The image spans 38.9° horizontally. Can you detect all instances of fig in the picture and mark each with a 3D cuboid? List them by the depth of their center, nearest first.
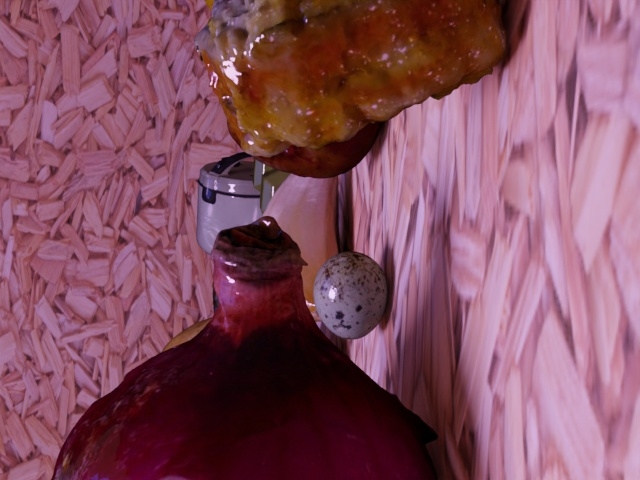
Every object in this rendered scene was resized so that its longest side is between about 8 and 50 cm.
[{"bbox_3d":[0.003,-0.221,1.090,0.190,0.190,0.290,-168,98,-82],"label":"fig"}]

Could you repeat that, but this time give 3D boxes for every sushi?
[{"bbox_3d":[0.037,-0.175,0.692,0.184,0.274,0.139,-92,-18,-52],"label":"sushi"}]

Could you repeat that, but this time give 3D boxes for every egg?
[{"bbox_3d":[0.035,0.063,1.022,0.085,0.085,0.110,-98,-3,-52],"label":"egg"}]

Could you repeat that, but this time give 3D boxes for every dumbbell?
[{"bbox_3d":[-0.063,-0.105,1.662,0.302,0.121,0.108,-115,0,-73],"label":"dumbbell"}]

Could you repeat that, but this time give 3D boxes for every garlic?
[{"bbox_3d":[-0.009,-0.002,1.284,0.164,0.145,0.245,-17,66,47],"label":"garlic"}]

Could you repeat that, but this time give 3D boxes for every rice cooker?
[{"bbox_3d":[-0.169,-0.079,2.053,0.226,0.226,0.244,-116,29,-73],"label":"rice cooker"}]

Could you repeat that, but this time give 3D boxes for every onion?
[{"bbox_3d":[-0.060,0.171,0.776,0.348,0.348,0.385,-152,63,-81],"label":"onion"}]

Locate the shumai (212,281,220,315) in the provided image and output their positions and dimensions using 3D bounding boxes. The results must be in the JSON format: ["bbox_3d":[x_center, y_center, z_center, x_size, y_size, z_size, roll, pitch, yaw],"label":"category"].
[{"bbox_3d":[-0.106,0.167,1.782,0.218,0.189,0.256,66,-163,-55],"label":"shumai"}]

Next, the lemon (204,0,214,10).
[{"bbox_3d":[-0.082,-0.453,1.437,0.260,0.260,0.284,143,131,-79],"label":"lemon"}]

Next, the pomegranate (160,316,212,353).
[{"bbox_3d":[-0.098,0.226,1.289,0.281,0.281,0.281,-177,90,-82],"label":"pomegranate"}]
